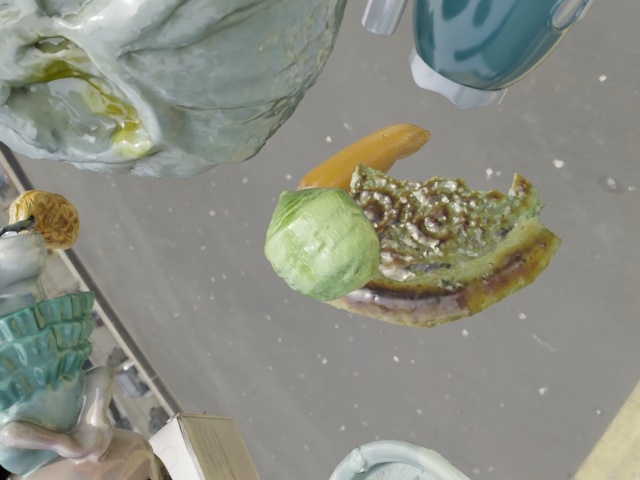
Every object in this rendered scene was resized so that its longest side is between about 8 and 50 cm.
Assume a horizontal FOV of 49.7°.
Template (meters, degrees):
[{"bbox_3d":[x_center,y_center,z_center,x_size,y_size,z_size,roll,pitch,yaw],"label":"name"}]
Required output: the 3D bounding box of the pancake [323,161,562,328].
[{"bbox_3d":[0.186,0.002,1.170,0.426,0.305,0.067,5,157,14],"label":"pancake"}]

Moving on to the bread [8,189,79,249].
[{"bbox_3d":[-0.387,-0.028,0.973,0.044,0.110,0.083,-10,82,24],"label":"bread"}]

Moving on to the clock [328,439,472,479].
[{"bbox_3d":[0.083,0.278,0.553,0.236,0.053,0.236,-3,87,52],"label":"clock"}]

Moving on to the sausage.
[{"bbox_3d":[0.108,-0.184,1.632,0.116,0.354,0.134,56,165,-6],"label":"sausage"}]

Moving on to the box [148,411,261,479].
[{"bbox_3d":[-0.142,0.342,0.724,0.106,0.203,0.252,26,-154,-52],"label":"box"}]

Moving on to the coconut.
[{"bbox_3d":[0.000,0.000,0.525,0.096,0.088,0.088,51,153,14],"label":"coconut"}]

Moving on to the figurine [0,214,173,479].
[{"bbox_3d":[-0.170,0.117,0.402,0.110,0.138,0.245,-10,101,49],"label":"figurine"}]

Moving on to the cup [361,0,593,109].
[{"bbox_3d":[0.163,-0.225,0.664,0.167,0.299,0.173,53,141,31],"label":"cup"}]

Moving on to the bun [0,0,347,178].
[{"bbox_3d":[-0.154,-0.179,0.502,0.362,0.211,0.362,8,141,6],"label":"bun"}]
